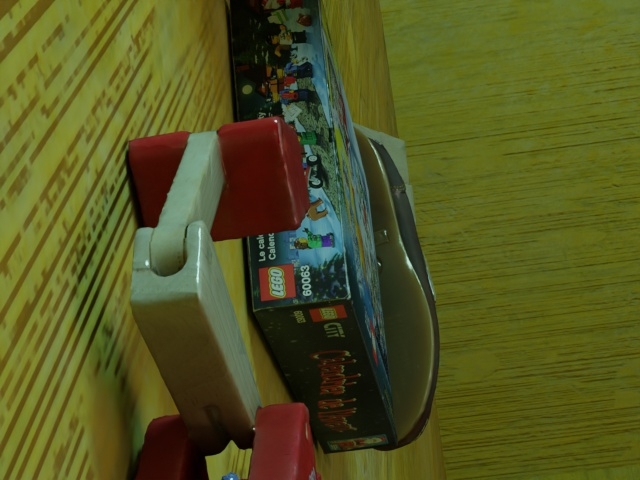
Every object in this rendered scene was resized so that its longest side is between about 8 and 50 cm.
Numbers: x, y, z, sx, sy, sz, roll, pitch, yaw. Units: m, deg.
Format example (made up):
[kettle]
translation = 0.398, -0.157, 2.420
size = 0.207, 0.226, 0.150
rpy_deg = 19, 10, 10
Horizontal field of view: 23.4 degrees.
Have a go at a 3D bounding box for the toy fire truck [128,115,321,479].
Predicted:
[toy fire truck]
translation = -0.029, 0.041, 0.402
size = 0.192, 0.047, 0.135
rpy_deg = -59, 141, -80

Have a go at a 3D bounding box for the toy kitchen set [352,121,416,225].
[toy kitchen set]
translation = 0.015, -0.027, 1.050
size = 0.075, 0.068, 0.083
rpy_deg = 15, 65, -54

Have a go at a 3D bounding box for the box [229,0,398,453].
[box]
translation = 0.000, 0.000, 0.784
size = 0.233, 0.044, 0.159
rpy_deg = 71, 12, -66

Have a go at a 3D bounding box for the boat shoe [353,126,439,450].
[boat shoe]
translation = 0.037, 0.031, 0.947
size = 0.073, 0.073, 0.207
rpy_deg = 47, 34, -62
